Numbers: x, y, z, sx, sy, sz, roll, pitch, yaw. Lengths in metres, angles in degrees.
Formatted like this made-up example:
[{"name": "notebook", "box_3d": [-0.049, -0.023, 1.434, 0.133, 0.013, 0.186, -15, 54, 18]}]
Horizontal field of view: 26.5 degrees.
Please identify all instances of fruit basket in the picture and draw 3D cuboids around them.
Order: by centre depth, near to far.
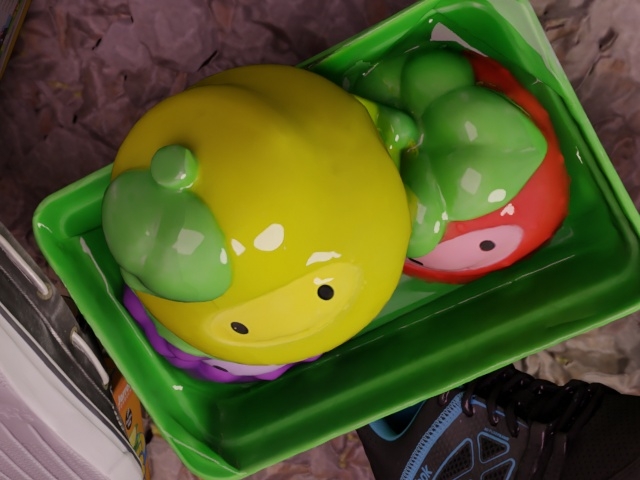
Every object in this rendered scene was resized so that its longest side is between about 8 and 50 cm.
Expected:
[{"name": "fruit basket", "box_3d": [0.000, 0.000, 0.859, 0.392, 0.392, 0.283, -26, 107, 18]}]

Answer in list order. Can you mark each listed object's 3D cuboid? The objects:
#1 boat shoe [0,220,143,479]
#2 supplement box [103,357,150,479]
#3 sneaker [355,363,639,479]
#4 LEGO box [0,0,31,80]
[{"name": "boat shoe", "box_3d": [-0.197, 0.088, 0.953, 0.121, 0.119, 0.335, 4, 145, 18]}, {"name": "supplement box", "box_3d": [-0.185, 0.216, 1.132, 0.080, 0.078, 0.233, -3, 113, 9]}, {"name": "sneaker", "box_3d": [0.141, 0.147, 0.969, 0.341, 0.125, 0.139, -22, 99, 49]}, {"name": "LEGO box", "box_3d": [-0.439, -0.085, 0.897, 0.372, 0.193, 0.500, 22, 94, -1]}]
